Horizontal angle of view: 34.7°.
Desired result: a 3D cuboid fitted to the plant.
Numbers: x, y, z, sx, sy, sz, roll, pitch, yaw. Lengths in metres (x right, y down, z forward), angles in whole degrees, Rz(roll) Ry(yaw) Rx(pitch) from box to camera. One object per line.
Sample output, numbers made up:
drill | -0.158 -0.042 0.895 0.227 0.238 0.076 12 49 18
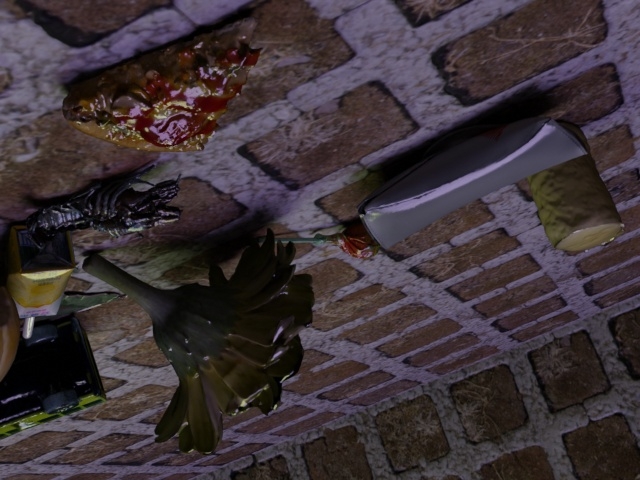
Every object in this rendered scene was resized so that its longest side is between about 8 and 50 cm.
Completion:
plant | -0.135 0.108 1.340 0.261 0.306 0.297 1 143 29

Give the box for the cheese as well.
cheese | 0.349 -0.075 1.433 0.123 0.167 0.094 1 154 -41

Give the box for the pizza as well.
pizza | -0.124 -0.137 0.955 0.199 0.062 0.188 -33 159 31

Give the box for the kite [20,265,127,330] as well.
kite | -0.408 0.093 1.381 0.267 0.013 0.323 -31 159 31

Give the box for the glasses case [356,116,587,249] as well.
glasses case | 0.186 -0.094 1.351 0.308 0.083 0.128 -26 155 17

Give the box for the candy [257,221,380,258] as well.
candy | 0.000 0.000 1.493 0.201 0.060 0.060 1 154 -26

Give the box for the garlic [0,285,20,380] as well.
garlic | -0.454 0.114 1.158 0.244 0.145 0.164 -8 139 4

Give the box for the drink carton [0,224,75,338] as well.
drink carton | -0.344 0.050 1.227 0.084 0.075 0.200 -7 158 -27

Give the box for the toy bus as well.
toy bus | -0.455 0.219 1.495 0.262 0.128 0.150 -19 168 -8

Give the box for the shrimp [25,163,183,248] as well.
shrimp | -0.238 -0.041 1.133 0.174 0.076 0.082 -11 119 -13
